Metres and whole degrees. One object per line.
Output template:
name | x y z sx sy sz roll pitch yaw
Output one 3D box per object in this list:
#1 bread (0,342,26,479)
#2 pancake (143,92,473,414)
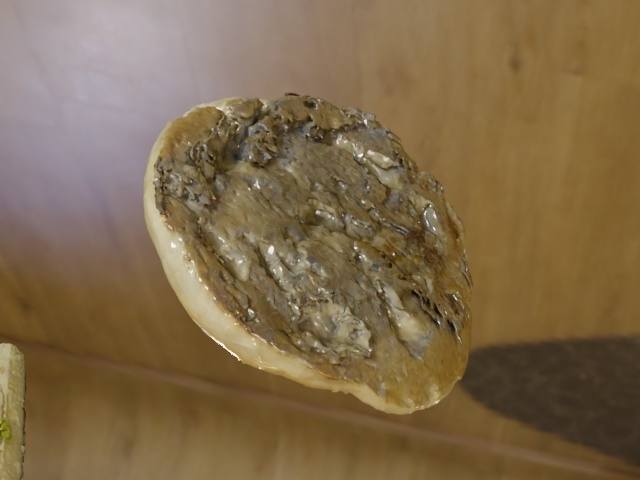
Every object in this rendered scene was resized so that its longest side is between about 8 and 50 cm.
bread | -0.199 0.124 0.902 0.068 0.153 0.028 -31 126 18
pancake | 0.001 0.000 1.100 0.282 0.282 0.049 26 129 -22
